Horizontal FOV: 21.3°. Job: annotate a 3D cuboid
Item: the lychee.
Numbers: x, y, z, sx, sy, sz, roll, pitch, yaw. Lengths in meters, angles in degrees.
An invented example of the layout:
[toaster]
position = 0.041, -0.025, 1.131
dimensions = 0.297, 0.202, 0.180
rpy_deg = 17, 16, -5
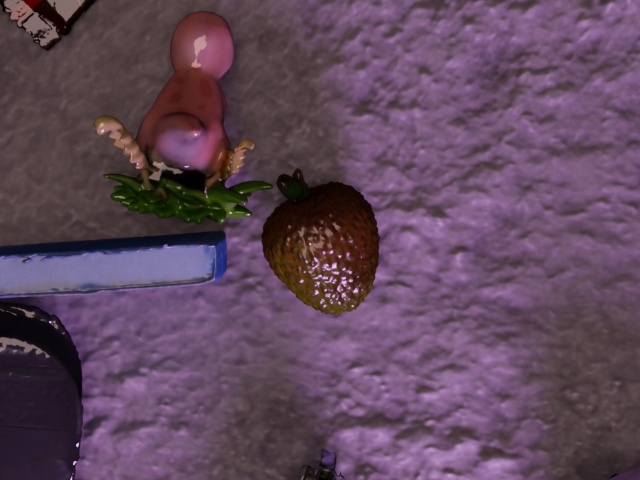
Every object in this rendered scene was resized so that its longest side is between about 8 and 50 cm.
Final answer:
[lychee]
position = 0.000, 0.000, 1.587
dimensions = 0.114, 0.114, 0.146
rpy_deg = -24, 100, 1

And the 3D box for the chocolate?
[chocolate]
position = -0.228, -0.269, 1.640
dimensions = 0.182, 0.028, 0.086
rpy_deg = -41, 91, -1

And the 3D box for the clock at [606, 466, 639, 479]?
[clock]
position = 0.282, 0.283, 1.583
dimensions = 0.172, 0.064, 0.198
rpy_deg = 38, 89, -31

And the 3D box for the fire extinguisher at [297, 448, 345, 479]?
[fire extinguisher]
position = -0.027, 0.321, 1.586
dimensions = 0.105, 0.105, 0.269
rpy_deg = 18, 90, 2

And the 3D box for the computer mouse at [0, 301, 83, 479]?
[computer mouse]
position = -0.311, 0.197, 1.609
dimensions = 0.168, 0.087, 0.295
rpy_deg = 6, 102, -5

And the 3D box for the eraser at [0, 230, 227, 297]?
[eraser]
position = -0.243, 0.026, 1.578
dimensions = 0.312, 0.144, 0.042
rpy_deg = -4, 94, 1

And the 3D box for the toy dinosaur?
[toy dinosaur]
position = -0.108, -0.112, 1.576
dimensions = 0.152, 0.194, 0.177
rpy_deg = 12, 111, 10
